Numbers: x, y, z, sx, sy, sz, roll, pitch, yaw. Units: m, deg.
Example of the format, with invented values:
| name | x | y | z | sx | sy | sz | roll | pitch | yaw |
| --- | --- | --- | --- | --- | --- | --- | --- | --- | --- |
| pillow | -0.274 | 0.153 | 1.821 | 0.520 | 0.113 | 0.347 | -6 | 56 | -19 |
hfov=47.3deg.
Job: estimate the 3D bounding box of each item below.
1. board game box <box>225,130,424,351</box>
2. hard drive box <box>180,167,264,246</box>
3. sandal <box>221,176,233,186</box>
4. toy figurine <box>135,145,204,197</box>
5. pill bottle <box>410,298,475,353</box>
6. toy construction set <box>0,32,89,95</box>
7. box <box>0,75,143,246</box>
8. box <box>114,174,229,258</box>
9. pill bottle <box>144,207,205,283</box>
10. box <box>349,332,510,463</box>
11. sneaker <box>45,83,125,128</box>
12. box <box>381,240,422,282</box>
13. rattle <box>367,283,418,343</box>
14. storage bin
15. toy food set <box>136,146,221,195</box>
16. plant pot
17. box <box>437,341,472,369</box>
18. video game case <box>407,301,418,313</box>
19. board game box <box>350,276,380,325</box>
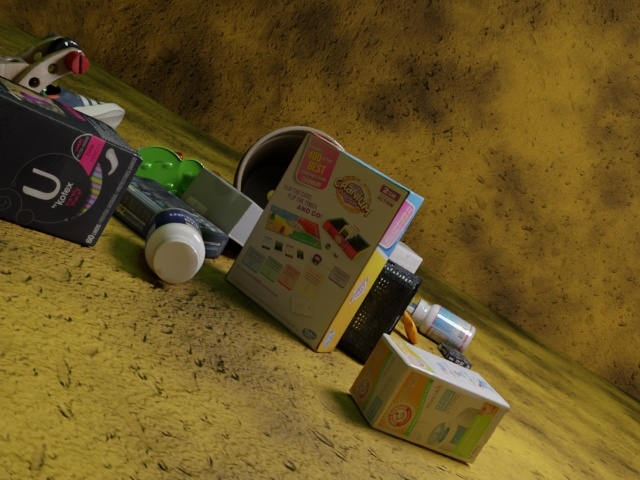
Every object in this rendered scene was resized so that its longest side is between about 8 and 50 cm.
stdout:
| name | x | y | z | sx | sy | sz | roll | pitch | yaw |
| --- | --- | --- | --- | --- | --- | --- | --- | --- | --- |
| board game box | 0.000 | 0.000 | 1.295 | 0.242 | 0.317 | 0.064 | 35 | 9 | 29 |
| hard drive box | -0.164 | -0.039 | 1.594 | 0.181 | 0.089 | 0.232 | 35 | -4 | 38 |
| sandal | -0.195 | -0.121 | 2.080 | 0.240 | 0.079 | 0.088 | 39 | 19 | 4 |
| toy figurine | -0.356 | -0.149 | 1.623 | 0.173 | 0.130 | 0.159 | -6 | 11 | -21 |
| pill bottle | 0.313 | 0.221 | 1.897 | 0.160 | 0.087 | 0.087 | 32 | 8 | 6 |
| toy construction set | -0.522 | -0.205 | 1.246 | 0.237 | 0.257 | 0.309 | -9 | 59 | -49 |
| box | -0.426 | -0.124 | 1.052 | 0.270 | 0.165 | 0.143 | 23 | 12 | -43 |
| box | -0.313 | -0.052 | 1.410 | 0.232 | 0.059 | 0.183 | 34 | 9 | 22 |
| pill bottle | -0.235 | 0.010 | 1.179 | 0.094 | 0.094 | 0.169 | 28 | 8 | -19 |
| box | 0.164 | 0.242 | 1.117 | 0.203 | 0.114 | 0.103 | 26 | 10 | -25 |
| sneaker | -0.580 | -0.300 | 1.715 | 0.148 | 0.131 | 0.350 | 35 | 8 | -1 |
| box | 0.168 | 0.081 | 1.933 | 0.091 | 0.171 | 0.130 | 28 | 8 | -23 |
| rattle | 0.125 | 0.170 | 1.740 | 0.199 | 0.143 | 0.130 | 11 | -17 | -22 |
| storage bin | 0.107 | 0.130 | 1.367 | 0.084 | 0.180 | 0.122 | 31 | 8 | 12 |
| toy food set | -0.371 | -0.149 | 1.780 | 0.232 | 0.105 | 0.111 | 7 | 31 | -28 |
| plant pot | -0.094 | -0.122 | 1.921 | 0.323 | 0.323 | 0.280 | 28 | -8 | -18 |
| box | 0.330 | 0.286 | 1.804 | 0.067 | 0.018 | 0.083 | 28 | 8 | -14 |
| video game case | 0.320 | 0.228 | 2.130 | 0.157 | 0.019 | 0.143 | 34 | 9 | 20 |
| board game box | 0.069 | 0.106 | 1.527 | 0.048 | 0.141 | 0.170 | 29 | 9 | -5 |
